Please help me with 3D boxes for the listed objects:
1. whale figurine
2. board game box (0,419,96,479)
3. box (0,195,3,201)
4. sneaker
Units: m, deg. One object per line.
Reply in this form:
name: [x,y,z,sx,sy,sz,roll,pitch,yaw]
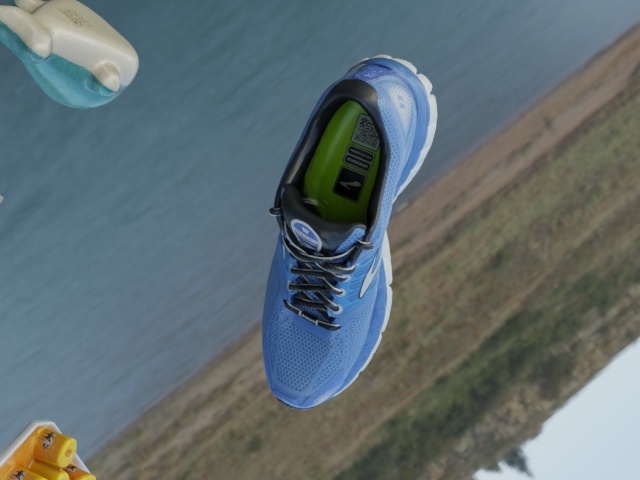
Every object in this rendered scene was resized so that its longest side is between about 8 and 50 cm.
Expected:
whale figurine: [-0.393,-0.274,1.470,0.141,0.216,0.272,-50,171,16]
board game box: [-0.281,0.430,0.893,0.050,0.390,0.390,9,-134,37]
box: [-0.409,-0.107,0.961,0.021,0.164,0.201,-54,170,-11]
sneaker: [0.000,0.000,0.869,0.147,0.129,0.330,-24,130,-65]
